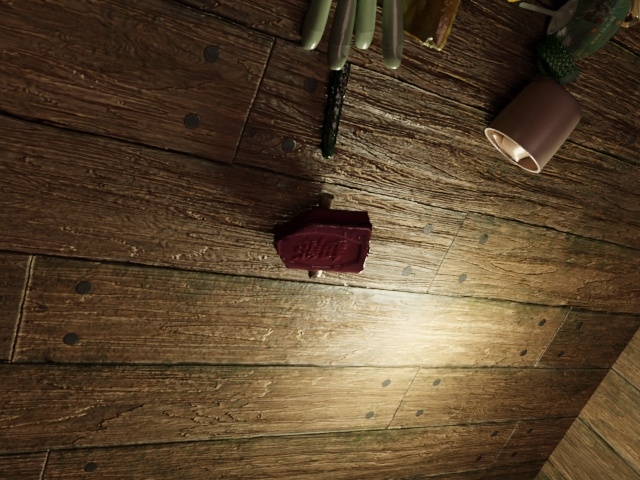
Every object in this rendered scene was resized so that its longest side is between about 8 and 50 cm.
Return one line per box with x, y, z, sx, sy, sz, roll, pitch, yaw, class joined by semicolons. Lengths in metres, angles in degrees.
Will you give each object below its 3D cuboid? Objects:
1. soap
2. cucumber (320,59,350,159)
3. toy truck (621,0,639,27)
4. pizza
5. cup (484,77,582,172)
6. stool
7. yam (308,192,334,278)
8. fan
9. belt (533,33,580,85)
0.000;0.000;1.514;0.249;0.099;0.162;3;126;-6;soap
0.032;-0.314;1.409;0.044;0.043;0.257;-3;122;-22;cucumber
0.831;-0.723;1.487;0.133;0.184;0.338;-30;130;-10;toy truck
0.242;-0.557;1.217;0.087;0.268;0.258;7;120;-22;pizza
0.611;-0.321;1.647;0.200;0.191;0.253;-49;159;4;cup
0.072;-0.485;1.227;0.195;0.195;0.199;-7;127;-26;stool
0.001;-0.007;1.588;0.046;0.046;0.264;-7;123;-25;yam
0.693;-0.602;1.533;0.223;0.012;0.294;-29;138;33;fan
0.637;-0.482;1.577;0.079;0.121;0.151;-36;133;24;belt
